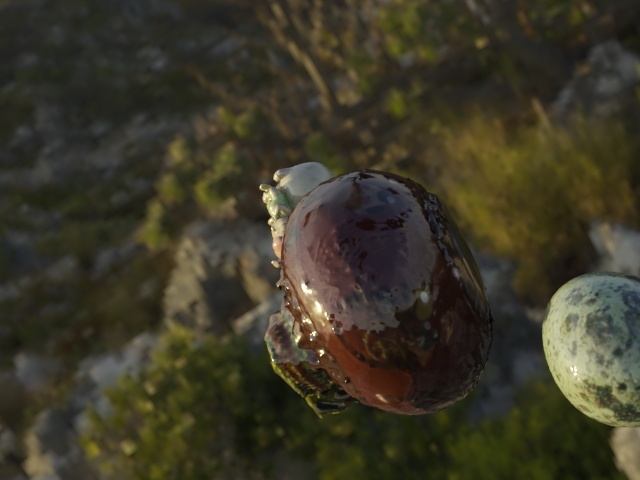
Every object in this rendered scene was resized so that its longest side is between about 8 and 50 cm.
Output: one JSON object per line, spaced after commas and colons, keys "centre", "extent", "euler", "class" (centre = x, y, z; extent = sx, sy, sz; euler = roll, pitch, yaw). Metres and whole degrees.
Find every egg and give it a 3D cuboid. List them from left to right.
{"centre": [0.268, 0.095, 1.747], "extent": [0.132, 0.132, 0.172], "euler": [-35, 38, -7], "class": "egg"}

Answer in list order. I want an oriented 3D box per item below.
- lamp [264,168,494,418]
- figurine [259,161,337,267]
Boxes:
{"centre": [0.030, 0.039, 1.165], "extent": [0.135, 0.157, 0.156], "euler": [-24, 12, 9], "class": "lamp"}
{"centre": [-0.004, 0.005, 1.816], "extent": [0.098, 0.081, 0.146], "euler": [-17, 62, -12], "class": "figurine"}
